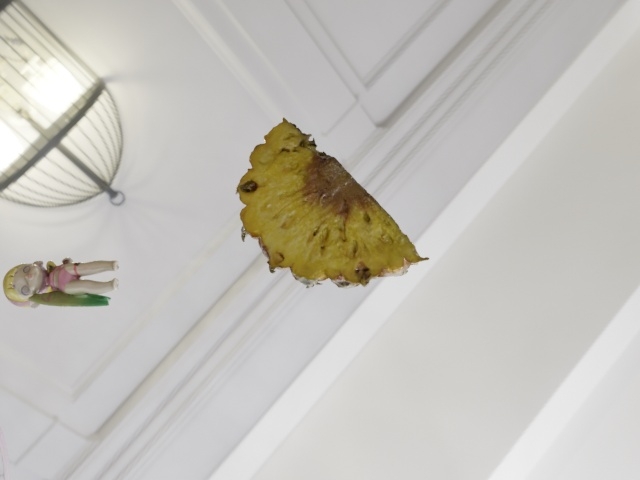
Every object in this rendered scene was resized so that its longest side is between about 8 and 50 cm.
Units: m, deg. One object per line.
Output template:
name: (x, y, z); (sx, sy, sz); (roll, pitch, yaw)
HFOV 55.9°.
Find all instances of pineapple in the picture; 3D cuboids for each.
pineapple: (-0.004, -0.004, 0.712); (0.140, 0.164, 0.250); (-41, -109, -6)

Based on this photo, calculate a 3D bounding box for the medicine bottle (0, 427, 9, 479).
medicine bottle: (-0.390, 0.170, 0.374); (0.301, 0.241, 0.241); (5, -134, 10)

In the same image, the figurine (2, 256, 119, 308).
figurine: (-0.360, 0.062, 0.841); (0.187, 0.083, 0.083); (-9, -141, 13)
